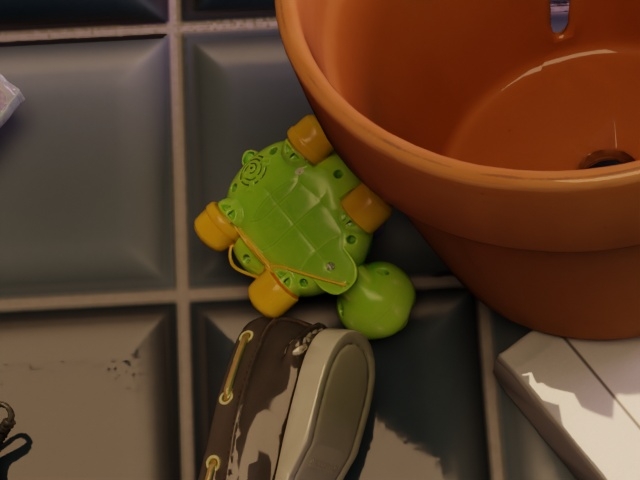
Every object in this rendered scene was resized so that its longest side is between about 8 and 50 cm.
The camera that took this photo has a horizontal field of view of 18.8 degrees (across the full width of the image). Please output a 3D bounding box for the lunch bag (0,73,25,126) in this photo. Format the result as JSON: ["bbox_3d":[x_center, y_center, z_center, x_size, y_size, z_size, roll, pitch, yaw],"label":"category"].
[{"bbox_3d":[-0.219,-0.073,1.095,0.083,0.053,0.071,27,69,21],"label":"lunch bag"}]

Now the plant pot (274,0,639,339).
[{"bbox_3d":[0.140,-0.085,0.987,0.291,0.203,0.291,-7,54,10],"label":"plant pot"}]

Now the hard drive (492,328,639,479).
[{"bbox_3d":[0.303,0.053,1.041,0.353,0.047,0.233,-35,73,-12],"label":"hard drive"}]

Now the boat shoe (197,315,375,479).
[{"bbox_3d":[-0.039,0.149,0.997,0.069,0.081,0.227,11,75,30],"label":"boat shoe"}]

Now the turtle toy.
[{"bbox_3d":[0.000,0.000,1.055,0.095,0.066,0.130,-42,75,11],"label":"turtle toy"}]

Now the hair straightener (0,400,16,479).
[{"bbox_3d":[-0.158,0.188,0.973,0.047,0.089,0.230,-9,69,4],"label":"hair straightener"}]
